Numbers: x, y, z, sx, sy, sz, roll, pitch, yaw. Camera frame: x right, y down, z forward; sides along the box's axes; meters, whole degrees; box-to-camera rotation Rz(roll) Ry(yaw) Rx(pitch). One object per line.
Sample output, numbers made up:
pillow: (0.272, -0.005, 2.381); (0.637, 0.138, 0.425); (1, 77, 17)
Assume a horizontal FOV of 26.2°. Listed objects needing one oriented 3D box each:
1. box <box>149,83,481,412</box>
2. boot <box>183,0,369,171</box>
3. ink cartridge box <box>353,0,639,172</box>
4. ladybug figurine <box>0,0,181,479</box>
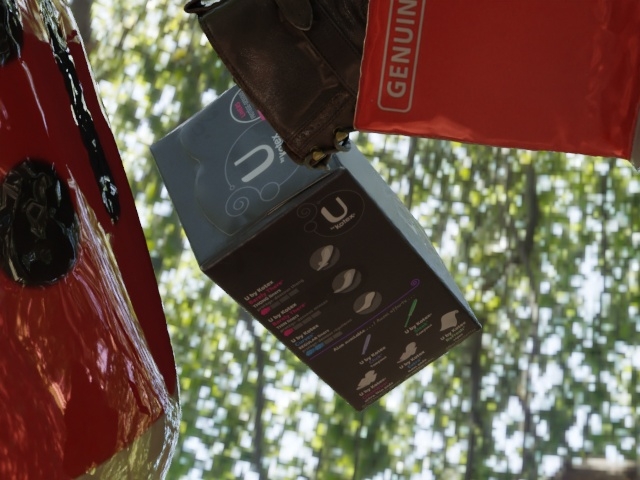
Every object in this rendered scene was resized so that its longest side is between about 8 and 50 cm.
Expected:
box: (0.000, 0.000, 1.183); (0.143, 0.165, 0.270); (-36, -43, 8)
boot: (0.067, -0.124, 0.900); (0.229, 0.091, 0.263); (-42, -87, 22)
ink cartridge box: (0.161, -0.167, 0.554); (0.261, 0.066, 0.296); (6, -77, -4)
ladybug figurine: (-0.172, -0.041, 0.523); (0.162, 0.305, 0.449); (-17, -73, 1)
